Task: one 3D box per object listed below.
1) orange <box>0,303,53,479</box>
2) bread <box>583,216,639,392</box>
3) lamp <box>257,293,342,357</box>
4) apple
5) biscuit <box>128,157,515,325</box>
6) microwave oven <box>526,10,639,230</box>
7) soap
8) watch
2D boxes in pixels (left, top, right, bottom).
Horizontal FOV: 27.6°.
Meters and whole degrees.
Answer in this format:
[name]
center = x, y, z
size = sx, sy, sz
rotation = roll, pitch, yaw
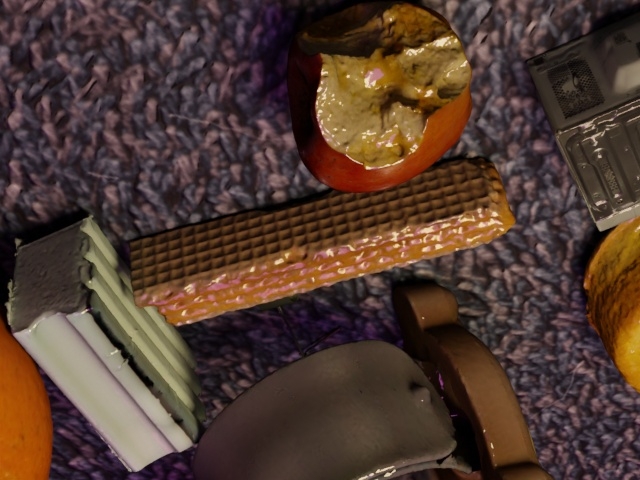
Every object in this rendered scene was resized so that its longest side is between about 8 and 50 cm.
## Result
[orange]
center = -0.453, 0.205, 1.200
size = 0.326, 0.424, 0.424
rotation = 8, 143, 32
[bread]
center = 0.404, 0.065, 1.385
size = 0.268, 0.146, 0.268
rotation = -2, 134, -3
[lamp]
center = -0.030, 0.087, 1.406
size = 0.054, 0.041, 0.121
rotation = -24, 130, 23
[apple]
center = 0.053, -0.126, 1.142
size = 0.158, 0.156, 0.147
rotation = -11, 151, -14
[biscuit]
center = 0.000, 0.000, 1.288
size = 0.378, 0.094, 0.054
rotation = -15, 133, 3
[microwave oven]
center = 0.319, -0.126, 1.206
size = 0.208, 0.122, 0.162
rotation = -23, 133, 12
[soap]
center = -0.212, 0.105, 1.309
size = 0.094, 0.150, 0.261
rotation = -24, 132, 8
[watch]
center = 0.046, 0.260, 1.377
size = 0.326, 0.314, 0.335
rotation = -20, 146, -10
